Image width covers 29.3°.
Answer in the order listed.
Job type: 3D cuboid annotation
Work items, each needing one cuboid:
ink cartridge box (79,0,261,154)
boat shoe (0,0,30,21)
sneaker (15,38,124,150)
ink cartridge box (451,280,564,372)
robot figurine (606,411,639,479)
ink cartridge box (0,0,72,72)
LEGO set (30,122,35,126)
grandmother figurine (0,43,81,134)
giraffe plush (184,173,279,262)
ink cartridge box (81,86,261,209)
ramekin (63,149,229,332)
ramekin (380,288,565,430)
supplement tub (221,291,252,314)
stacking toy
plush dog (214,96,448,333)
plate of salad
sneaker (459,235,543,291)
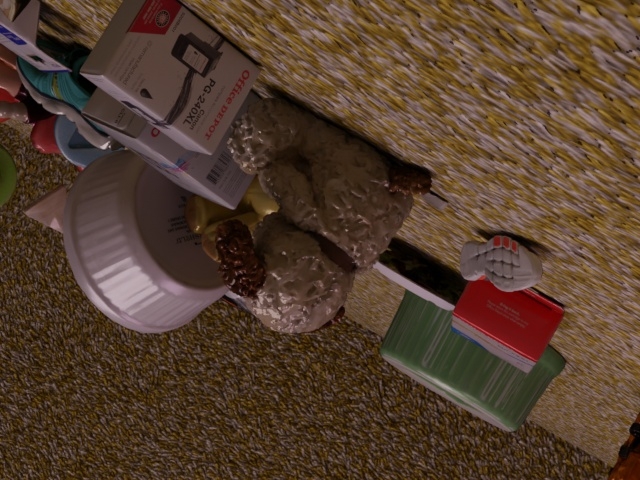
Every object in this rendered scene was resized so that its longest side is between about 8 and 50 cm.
[{"bbox_3d":[-0.149,-0.172,1.245,0.150,0.109,0.063,35,170,-33],"label":"ink cartridge box"},{"bbox_3d":[-0.391,-0.316,1.543,0.045,0.050,0.135,35,163,-8],"label":"boat shoe"},{"bbox_3d":[-0.356,-0.242,1.826,0.275,0.107,0.110,34,143,32],"label":"sneaker"},{"bbox_3d":[0.255,0.109,1.693,0.134,0.078,0.231,29,173,11],"label":"ink cartridge box"},{"bbox_3d":[0.493,0.340,1.865,0.085,0.211,0.291,26,165,16],"label":"robot figurine"},{"bbox_3d":[-0.497,-0.353,1.655,0.371,0.069,0.175,36,171,-25],"label":"ink cartridge box"},{"bbox_3d":[-0.511,-0.251,2.307,0.132,0.107,0.287,34,173,-27],"label":"LEGO set"},{"bbox_3d":[-0.470,-0.261,1.946,0.342,0.208,0.104,22,139,-19],"label":"grandmother figurine"},{"bbox_3d":[-0.063,-0.054,1.696,0.210,0.182,0.170,-12,164,25],"label":"giraffe plush"},{"bbox_3d":[-0.158,-0.143,1.429,0.127,0.128,0.176,25,170,44],"label":"ink cartridge box"},{"bbox_3d":[-0.220,-0.015,1.739,0.127,0.273,0.273,-22,135,41],"label":"ramekin"},{"bbox_3d":[0.248,0.198,2.086,0.303,0.148,0.303,30,174,4],"label":"ramekin"},{"bbox_3d":[-0.088,0.017,1.982,0.207,0.207,0.338,33,174,-17],"label":"supplement tub"},{"bbox_3d":[-0.491,-0.155,2.096,0.308,0.280,0.130,18,-176,-29],"label":"stacking toy"},{"bbox_3d":[0.000,0.000,1.358,0.210,0.225,0.262,25,171,45],"label":"plush dog"},{"bbox_3d":[0.149,0.053,1.889,0.199,0.048,0.200,30,-176,-2],"label":"plate of salad"},{"bbox_3d":[0.219,0.024,1.395,0.064,0.061,0.158,4,-175,-22],"label":"sneaker"}]
